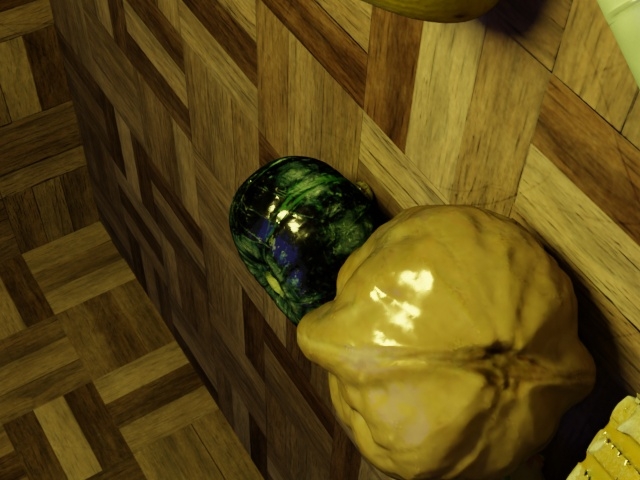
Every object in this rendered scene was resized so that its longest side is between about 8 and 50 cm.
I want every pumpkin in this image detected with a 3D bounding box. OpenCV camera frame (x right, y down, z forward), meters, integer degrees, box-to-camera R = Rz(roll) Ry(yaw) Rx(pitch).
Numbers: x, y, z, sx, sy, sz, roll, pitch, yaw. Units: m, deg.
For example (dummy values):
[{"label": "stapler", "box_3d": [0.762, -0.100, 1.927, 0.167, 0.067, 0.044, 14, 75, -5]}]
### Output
[{"label": "pumpkin", "box_3d": [0.000, 0.000, 1.578, 0.315, 0.238, 0.315, 49, 171, 10]}]

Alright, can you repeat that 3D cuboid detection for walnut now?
[{"label": "walnut", "box_3d": [0.157, 0.126, 1.237, 0.383, 0.384, 0.383, 50, 155, 34]}]

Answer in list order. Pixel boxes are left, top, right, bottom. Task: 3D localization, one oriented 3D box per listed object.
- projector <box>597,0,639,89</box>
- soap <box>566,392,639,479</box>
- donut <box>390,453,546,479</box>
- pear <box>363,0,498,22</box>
[{"label": "projector", "box_3d": [0.346, -0.092, 0.815, 0.337, 0.108, 0.108, 64, 159, -1]}, {"label": "soap", "box_3d": [0.344, 0.290, 0.921, 0.173, 0.089, 0.274, -61, 23, 14]}, {"label": "donut", "box_3d": [0.215, 0.352, 1.536, 0.371, 0.150, 0.307, 38, 154, 43]}, {"label": "pear", "box_3d": [0.124, -0.310, 1.017, 0.178, 0.267, 0.267, 43, 163, -13]}]
